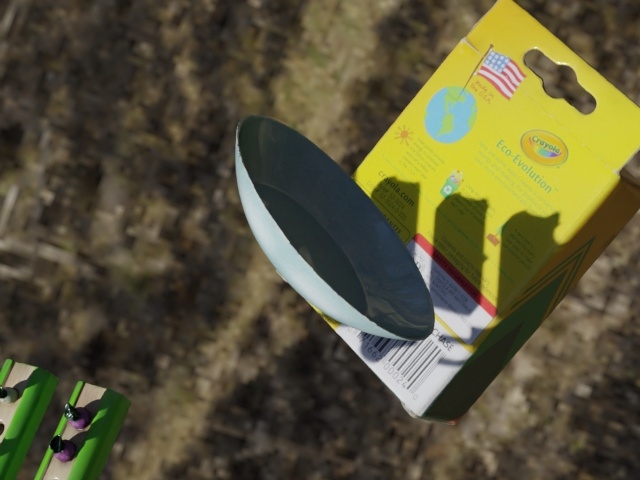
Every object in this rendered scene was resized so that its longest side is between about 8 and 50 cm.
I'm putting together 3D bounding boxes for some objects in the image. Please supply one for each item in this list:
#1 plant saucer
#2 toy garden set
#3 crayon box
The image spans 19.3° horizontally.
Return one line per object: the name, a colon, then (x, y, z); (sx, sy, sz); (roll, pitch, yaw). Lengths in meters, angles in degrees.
plant saucer: (0.000, 0.000, 1.282); (0.037, 0.195, 0.195); (-40, 34, 19)
toy garden set: (-0.286, 0.171, 1.375); (0.244, 0.049, 0.204); (13, 70, 28)
crayon box: (0.135, -0.025, 1.620); (0.318, 0.081, 0.202); (-50, 60, 12)
